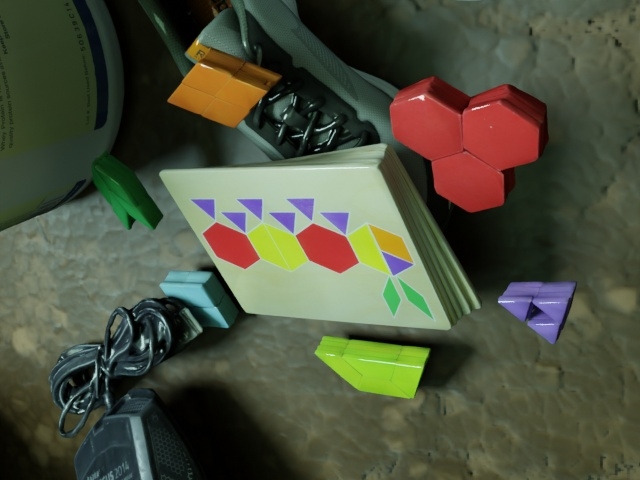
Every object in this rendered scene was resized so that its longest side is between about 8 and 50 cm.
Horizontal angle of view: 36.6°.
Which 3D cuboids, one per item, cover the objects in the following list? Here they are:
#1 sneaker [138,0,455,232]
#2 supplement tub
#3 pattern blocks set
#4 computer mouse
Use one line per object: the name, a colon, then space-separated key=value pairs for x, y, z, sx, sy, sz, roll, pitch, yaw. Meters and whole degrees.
sneaker: x=-0.025 y=-0.093 z=0.616 sx=0.271 sy=0.108 sz=0.100 roll=48 pitch=118 yaw=1
supplement tub: x=-0.306 y=-0.091 z=0.619 sx=0.235 sy=0.325 sz=0.235 roll=8 pitch=110 yaw=22
pattern blocks set: x=0.000 y=0.000 z=0.615 sx=0.325 sy=0.026 sz=0.285 roll=8 pitch=138 yaw=29
computer mouse: x=-0.125 y=0.192 z=0.742 sx=0.188 sy=0.072 sz=0.272 roll=-32 pitch=63 yaw=41
